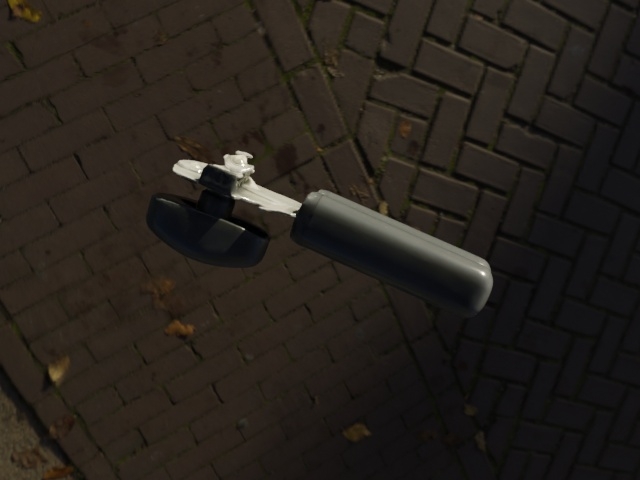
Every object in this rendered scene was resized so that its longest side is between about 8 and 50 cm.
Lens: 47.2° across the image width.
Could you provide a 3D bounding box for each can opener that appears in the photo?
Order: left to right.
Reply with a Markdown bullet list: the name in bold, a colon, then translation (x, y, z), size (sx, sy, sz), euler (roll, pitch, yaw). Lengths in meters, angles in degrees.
- **can opener**: translation (0.000, 0.000, 0.601), size (0.281, 0.074, 0.093), euler (20, 102, 7)
